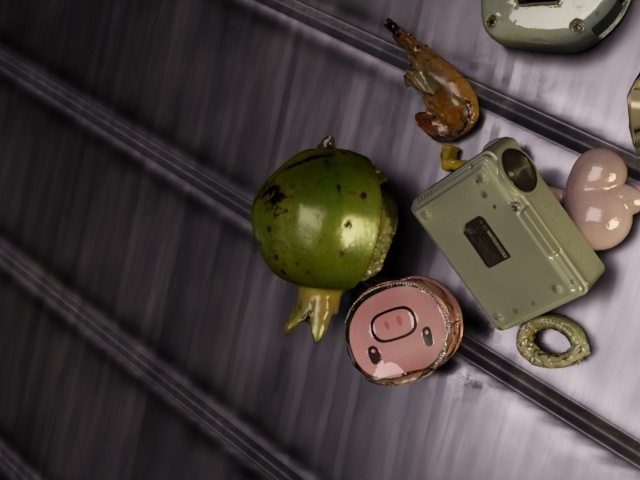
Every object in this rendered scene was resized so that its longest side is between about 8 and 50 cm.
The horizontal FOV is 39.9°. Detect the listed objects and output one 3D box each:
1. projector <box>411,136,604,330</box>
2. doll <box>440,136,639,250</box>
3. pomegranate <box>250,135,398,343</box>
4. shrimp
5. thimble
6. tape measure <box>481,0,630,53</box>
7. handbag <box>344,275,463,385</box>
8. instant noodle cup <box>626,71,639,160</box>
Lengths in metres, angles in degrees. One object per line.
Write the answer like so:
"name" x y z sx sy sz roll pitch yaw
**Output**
"projector" 0.280 -0.004 1.347 0.257 0.099 0.192 55 136 0
"doll" 0.348 -0.079 1.395 0.365 0.094 0.160 10 91 29
"pomegranate" 0.000 0.000 1.488 0.260 0.260 0.341 8 84 28
"shrimp" 0.167 -0.279 1.526 0.117 0.066 0.262 -49 64 16
"thimble" 0.366 0.160 1.383 0.110 0.062 0.085 17 97 29
"tape measure" 0.376 -0.423 1.393 0.243 0.125 0.246 0 85 28
"handbag" 0.137 0.149 1.475 0.205 0.116 0.179 -23 76 24
"instant noodle cup" 0.562 -0.177 1.227 0.240 0.178 0.240 5 100 31
